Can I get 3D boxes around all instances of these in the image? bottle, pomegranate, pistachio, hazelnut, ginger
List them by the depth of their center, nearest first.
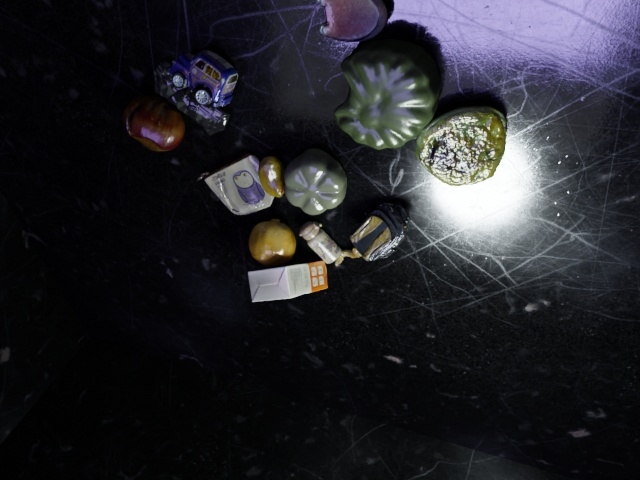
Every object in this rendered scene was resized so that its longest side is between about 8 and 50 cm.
[{"bbox_3d":[-0.669,-0.475,1.876,0.252,0.217,0.217,31,138,17],"label":"hazelnut"},{"bbox_3d":[-0.203,-0.270,1.918,0.110,0.100,0.189,-2,128,20],"label":"pistachio"},{"bbox_3d":[0.172,0.043,2.065,0.288,0.075,0.089,-24,139,33],"label":"ginger"},{"bbox_3d":[0.000,0.000,2.086,0.110,0.097,0.209,-37,111,17],"label":"bottle"},{"bbox_3d":[-0.219,0.017,2.111,0.233,0.233,0.233,13,134,13],"label":"pomegranate"}]

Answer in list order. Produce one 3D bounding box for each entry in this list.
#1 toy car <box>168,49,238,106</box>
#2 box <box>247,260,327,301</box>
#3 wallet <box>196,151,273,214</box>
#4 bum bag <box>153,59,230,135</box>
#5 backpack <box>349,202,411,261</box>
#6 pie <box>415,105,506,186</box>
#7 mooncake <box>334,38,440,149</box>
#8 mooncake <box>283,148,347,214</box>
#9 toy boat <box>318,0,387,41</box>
[{"bbox_3d":[-0.420,-0.606,1.674,0.235,0.172,0.158,33,119,-4],"label":"toy car"},{"bbox_3d":[-0.143,0.184,2.150,0.225,0.341,0.143,-9,89,30],"label":"box"},{"bbox_3d":[-0.363,-0.239,2.045,0.335,0.068,0.274,-17,120,33],"label":"wallet"},{"bbox_3d":[-0.516,-0.549,1.808,0.340,0.095,0.144,38,125,-16],"label":"bum bag"},{"bbox_3d":[0.259,-0.045,1.893,0.206,0.133,0.258,52,127,12],"label":"backpack"},{"bbox_3d":[0.477,-0.314,1.562,0.324,0.070,0.323,4,136,4],"label":"pie"},{"bbox_3d":[0.214,-0.466,1.494,0.352,0.187,0.351,12,132,13],"label":"mooncake"},{"bbox_3d":[-0.023,-0.228,1.859,0.275,0.135,0.274,10,131,12],"label":"mooncake"},{"bbox_3d":[0.101,-0.697,1.417,0.228,0.085,0.155,15,127,27],"label":"toy boat"}]
